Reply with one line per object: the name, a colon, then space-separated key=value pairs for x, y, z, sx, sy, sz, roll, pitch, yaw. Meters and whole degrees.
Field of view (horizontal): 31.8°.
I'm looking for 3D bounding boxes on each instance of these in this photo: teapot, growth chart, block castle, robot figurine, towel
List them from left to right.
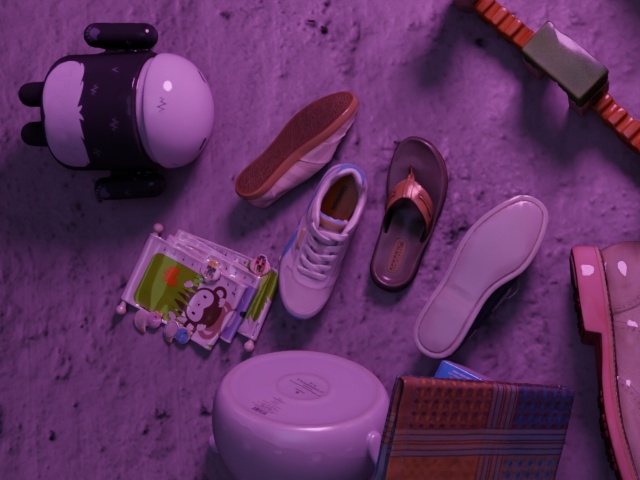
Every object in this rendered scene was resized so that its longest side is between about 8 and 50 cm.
robot figurine: x=-0.290 y=-0.185 z=1.626 sx=0.278 sy=0.209 sz=0.174 roll=0 pitch=47 yaw=15
growth chart: x=-0.176 y=0.074 z=1.642 sx=0.237 sy=0.021 sz=0.172 roll=16 pitch=89 yaw=16
teapot: x=-0.023 y=0.275 z=1.486 sx=0.252 sy=0.256 sz=0.187 roll=1 pitch=111 yaw=-5
towel: x=0.169 y=0.350 z=1.399 sx=0.271 sy=0.040 sz=0.370 roll=7 pitch=98 yaw=-28
block castle: x=0.391 y=-0.313 z=1.443 sx=0.303 sy=0.213 sz=0.453 roll=-46 pitch=75 yaw=5

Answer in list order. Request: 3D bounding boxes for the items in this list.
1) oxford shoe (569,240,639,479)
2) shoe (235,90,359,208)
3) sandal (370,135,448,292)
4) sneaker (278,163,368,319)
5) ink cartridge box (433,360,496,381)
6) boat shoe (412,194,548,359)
oxford shoe: x=0.419 y=0.189 z=1.418 sx=0.146 sy=0.140 sz=0.397 roll=-10 pitch=82 yaw=8
shoe: x=-0.027 y=-0.129 z=1.614 sx=0.219 sy=0.058 sz=0.076 roll=-41 pitch=45 yaw=2
sandal: x=0.116 y=-0.037 z=1.559 sx=0.090 sy=0.060 sz=0.219 roll=18 pitch=88 yaw=15
sneaker: x=0.000 y=0.000 z=1.560 sx=0.087 sy=0.092 sz=0.229 roll=19 pitch=90 yaw=-3
ink cartridge box: x=0.188 y=0.273 z=1.493 sx=0.139 sy=0.082 sz=0.191 roll=26 pitch=93 yaw=16
boat shoe: x=0.218 y=0.051 z=1.513 sx=0.095 sy=0.079 sz=0.255 roll=32 pitch=94 yaw=13
